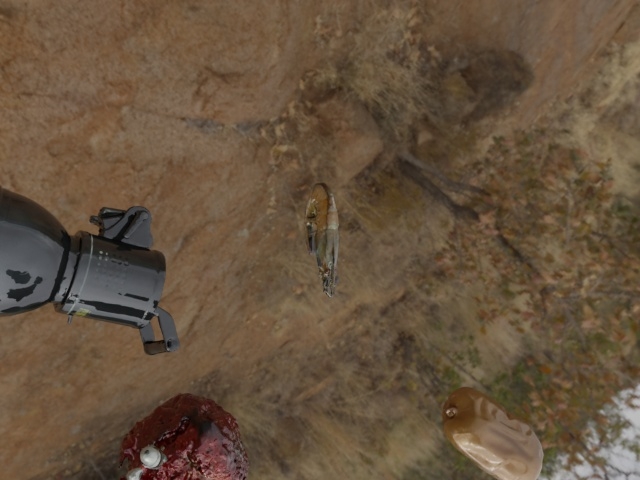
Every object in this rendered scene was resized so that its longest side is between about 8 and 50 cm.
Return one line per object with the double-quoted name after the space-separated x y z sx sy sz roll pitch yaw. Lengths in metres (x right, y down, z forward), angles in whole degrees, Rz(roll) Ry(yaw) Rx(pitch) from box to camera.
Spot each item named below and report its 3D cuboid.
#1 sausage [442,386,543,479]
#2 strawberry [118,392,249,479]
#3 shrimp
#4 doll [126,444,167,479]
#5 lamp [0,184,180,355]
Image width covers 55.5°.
0.342 0.391 1.220 0.120 0.241 0.136 -50 -170 24 "sausage"
-0.258 0.435 1.216 0.274 0.274 0.220 -19 169 -39 "strawberry"
0.002 0.000 1.311 0.052 0.251 0.143 5 167 -23 "shrimp"
-0.288 0.370 0.987 0.085 0.040 0.058 -58 159 -13 "doll"
-0.271 0.030 0.700 0.227 0.172 0.147 17 157 -33 "lamp"
